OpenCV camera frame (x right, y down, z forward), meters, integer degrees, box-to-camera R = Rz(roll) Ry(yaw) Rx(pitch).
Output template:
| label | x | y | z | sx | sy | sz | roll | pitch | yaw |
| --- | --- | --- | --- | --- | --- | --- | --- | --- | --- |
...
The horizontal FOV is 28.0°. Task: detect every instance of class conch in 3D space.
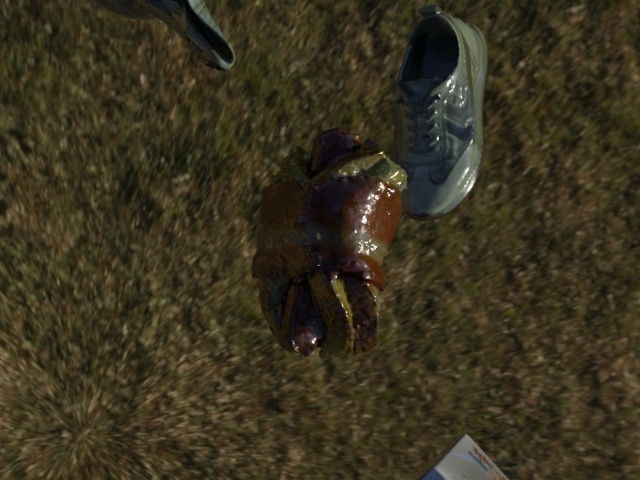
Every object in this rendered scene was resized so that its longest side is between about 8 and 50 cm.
| label | x | y | z | sx | sy | sz | roll | pitch | yaw |
| --- | --- | --- | --- | --- | --- | --- | --- | --- | --- |
| conch | -0.159 | -0.274 | 1.244 | 0.234 | 0.137 | 0.114 | 20 | 47 | 28 |

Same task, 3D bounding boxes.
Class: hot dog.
| label | x | y | z | sx | sy | sz | roll | pitch | yaw |
| --- | --- | --- | --- | --- | --- | --- | --- | --- | --- |
| hot dog | 0.000 | 0.000 | 1.143 | 0.146 | 0.103 | 0.213 | -5 | 66 | 32 |

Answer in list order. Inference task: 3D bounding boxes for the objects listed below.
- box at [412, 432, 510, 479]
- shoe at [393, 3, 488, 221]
| label | x | y | z | sx | sy | sz | roll | pitch | yaw |
| --- | --- | --- | --- | --- | --- | --- | --- | --- | --- |
| box | 0.178 | 0.295 | 1.185 | 0.067 | 0.149 | 0.233 | -45 | 82 | 13 |
| shoe | 0.137 | -0.158 | 1.569 | 0.103 | 0.098 | 0.274 | -5 | 69 | 30 |
